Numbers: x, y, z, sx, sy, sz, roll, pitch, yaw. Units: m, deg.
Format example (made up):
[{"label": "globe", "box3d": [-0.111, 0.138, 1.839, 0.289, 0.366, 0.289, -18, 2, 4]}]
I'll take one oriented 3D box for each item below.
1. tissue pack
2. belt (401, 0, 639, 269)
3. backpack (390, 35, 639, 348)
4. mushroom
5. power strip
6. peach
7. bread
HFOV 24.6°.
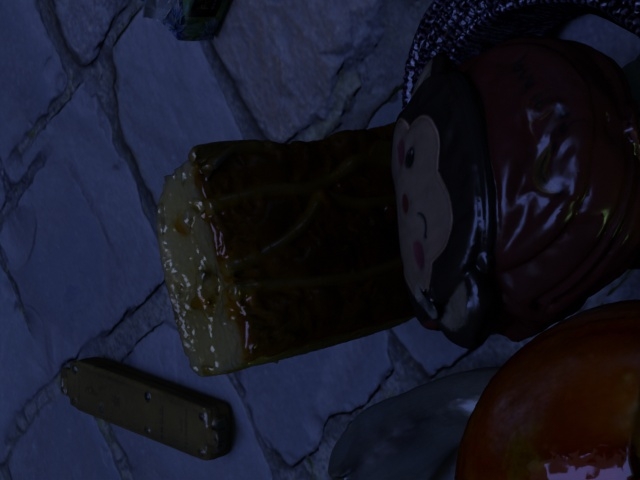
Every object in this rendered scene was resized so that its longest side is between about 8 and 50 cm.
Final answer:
[{"label": "tissue pack", "box3d": [-0.138, -0.273, 1.504, 0.085, 0.079, 0.111, 49, 129, 29]}, {"label": "belt", "box3d": [0.201, -0.110, 1.138, 0.325, 0.122, 0.260, 11, 101, 46]}, {"label": "backpack", "box3d": [0.143, -0.039, 1.029, 0.229, 0.139, 0.229, -16, 71, 58]}, {"label": "mushroom", "box3d": [0.104, 0.172, 1.314, 0.278, 0.099, 0.096, -34, 78, 42]}, {"label": "power strip", "box3d": [-0.203, 0.187, 1.685, 0.305, 0.044, 0.064, 12, 106, 44]}, {"label": "peach", "box3d": [0.232, 0.166, 1.006, 0.281, 0.281, 0.338, 57, 166, 23]}, {"label": "bread", "box3d": [0.000, 0.000, 1.260, 0.114, 0.274, 0.185, -21, 83, 47]}]
